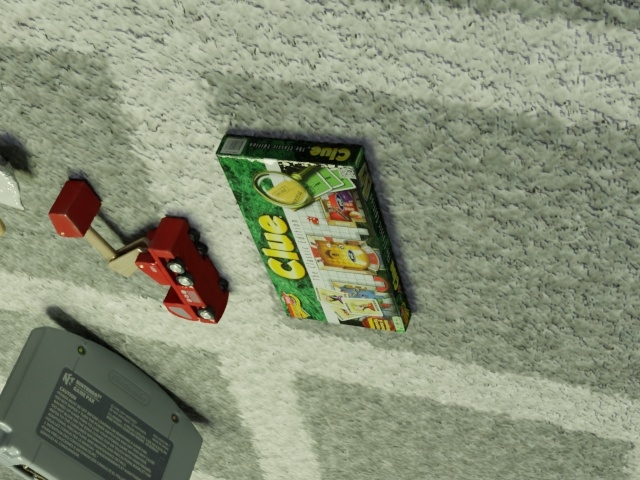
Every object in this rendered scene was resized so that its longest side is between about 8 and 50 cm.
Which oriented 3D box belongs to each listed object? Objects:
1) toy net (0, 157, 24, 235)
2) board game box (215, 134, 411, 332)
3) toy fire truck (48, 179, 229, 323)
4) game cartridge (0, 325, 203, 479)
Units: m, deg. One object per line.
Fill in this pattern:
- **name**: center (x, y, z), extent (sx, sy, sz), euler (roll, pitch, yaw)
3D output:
- **toy net**: center (-0.384, -0.051, 1.187), extent (0.122, 0.045, 0.232), euler (35, 143, -17)
- **board game box**: center (0.000, 0.000, 1.055), extent (0.136, 0.030, 0.259), euler (8, 145, 23)
- **toy fire truck**: center (-0.188, 0.017, 1.168), extent (0.135, 0.047, 0.192), euler (5, 145, 24)
- **game cartridge**: center (-0.284, 0.248, 1.419), extent (0.060, 0.196, 0.294), euler (-14, 133, 42)
